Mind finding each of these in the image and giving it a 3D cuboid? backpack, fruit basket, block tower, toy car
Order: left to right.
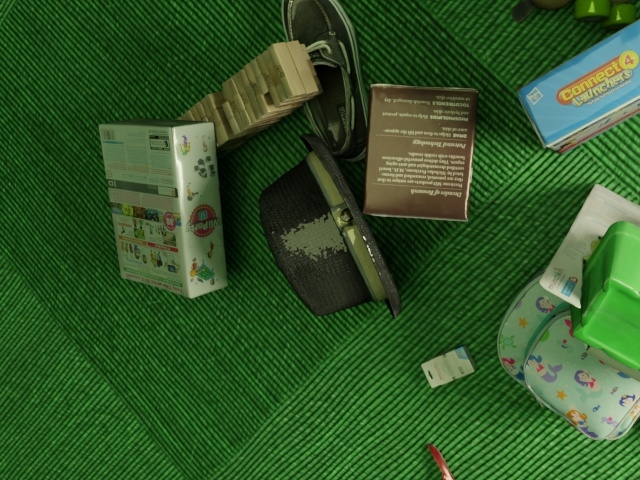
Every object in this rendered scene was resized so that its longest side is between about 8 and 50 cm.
[{"bbox_3d":[-0.135,-0.230,1.317,0.335,0.091,0.097,-21,91,46],"label":"block tower"},{"bbox_3d":[0.380,-0.403,1.172,0.188,0.148,0.155,3,94,49],"label":"toy car"},{"bbox_3d":[0.405,0.163,1.165,0.253,0.191,0.225,38,115,19],"label":"backpack"},{"bbox_3d":[0.491,0.066,1.047,0.327,0.353,0.166,29,121,15],"label":"fruit basket"}]

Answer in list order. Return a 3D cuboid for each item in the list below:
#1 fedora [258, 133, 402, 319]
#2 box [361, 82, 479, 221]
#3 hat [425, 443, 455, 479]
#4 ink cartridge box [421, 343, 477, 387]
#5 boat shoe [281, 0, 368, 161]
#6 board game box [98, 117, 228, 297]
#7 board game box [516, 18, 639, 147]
[{"bbox_3d":[0.000,0.000,1.227,0.152,0.334,0.334,-26,85,1],"label":"fedora"},{"bbox_3d":[0.156,-0.142,1.220,0.166,0.168,0.203,3,97,4],"label":"box"},{"bbox_3d":[0.297,0.481,1.319,0.172,0.184,0.208,-15,131,28],"label":"hat"},{"bbox_3d":[0.224,0.220,1.319,0.083,0.028,0.048,-27,85,21],"label":"ink cartridge box"},{"bbox_3d":[0.010,-0.301,1.305,0.121,0.119,0.335,-23,87,21],"label":"boat shoe"},{"bbox_3d":[-0.288,-0.066,1.388,0.224,0.097,0.304,11,110,42],"label":"board game box"},{"bbox_3d":[0.444,-0.234,1.047,0.308,0.302,0.086,-29,84,20],"label":"board game box"}]
